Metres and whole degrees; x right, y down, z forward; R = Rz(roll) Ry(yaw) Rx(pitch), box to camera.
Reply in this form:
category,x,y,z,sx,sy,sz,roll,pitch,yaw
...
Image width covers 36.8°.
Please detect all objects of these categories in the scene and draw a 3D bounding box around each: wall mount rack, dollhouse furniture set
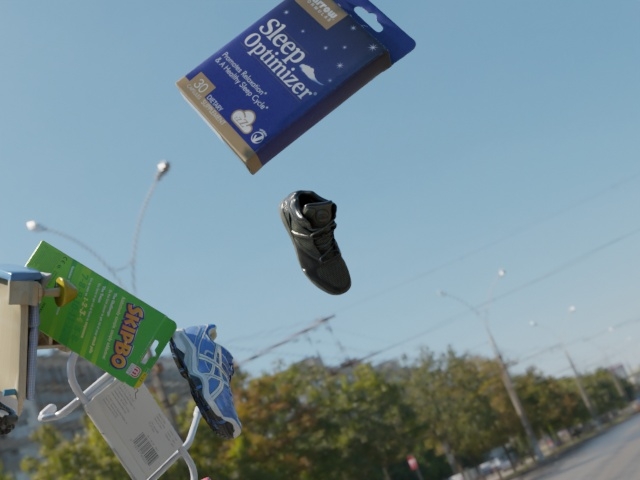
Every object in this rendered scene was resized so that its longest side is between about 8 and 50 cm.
category,x,y,z,sx,sy,sz,roll,pitch,yaw
wall mount rack,-0.334,0.311,1.758,0.130,0.350,0.304,-18,18,45
dollhouse furniture set,-0.442,0.179,1.526,0.198,0.286,0.303,0,3,-38

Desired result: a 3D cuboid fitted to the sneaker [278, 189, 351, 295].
category,x,y,z,sx,sy,sz,roll,pitch,yaw
sneaker,0.000,0.000,1.900,0.087,0.227,0.130,-23,-6,-21

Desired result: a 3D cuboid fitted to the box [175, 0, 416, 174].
category,x,y,z,sx,sy,sz,roll,pitch,yaw
box,-0.026,-0.186,1.015,0.225,0.136,0.036,-38,-27,-8

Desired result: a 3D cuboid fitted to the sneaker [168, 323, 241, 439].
category,x,y,z,sx,sy,sz,roll,pitch,yaw
sneaker,-0.166,0.212,1.501,0.081,0.211,0.080,-20,-32,-19

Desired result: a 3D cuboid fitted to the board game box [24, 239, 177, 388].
category,x,y,z,sx,sy,sz,roll,pitch,yaw
board game box,-0.363,0.118,1.525,0.124,0.259,0.039,-58,-7,-7

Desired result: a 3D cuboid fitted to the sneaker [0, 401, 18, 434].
category,x,y,z,sx,sy,sz,roll,pitch,yaw
sneaker,-0.531,0.204,1.356,0.234,0.106,0.078,26,-52,-35

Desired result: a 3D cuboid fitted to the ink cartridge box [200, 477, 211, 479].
category,x,y,z,sx,sy,sz,roll,pitch,yaw
ink cartridge box,-0.183,0.415,1.117,0.172,0.100,0.237,-25,27,7
